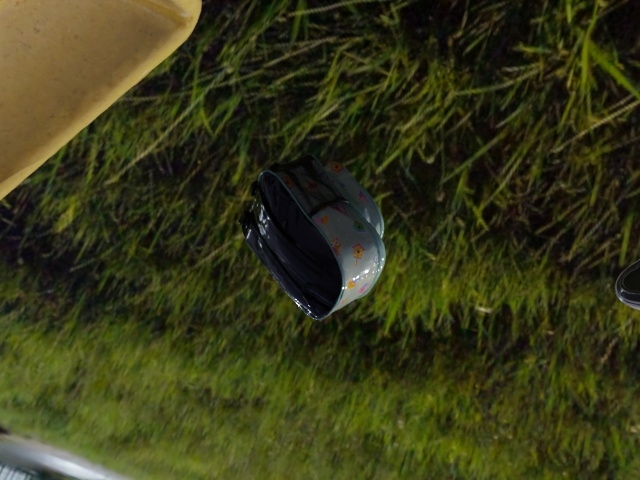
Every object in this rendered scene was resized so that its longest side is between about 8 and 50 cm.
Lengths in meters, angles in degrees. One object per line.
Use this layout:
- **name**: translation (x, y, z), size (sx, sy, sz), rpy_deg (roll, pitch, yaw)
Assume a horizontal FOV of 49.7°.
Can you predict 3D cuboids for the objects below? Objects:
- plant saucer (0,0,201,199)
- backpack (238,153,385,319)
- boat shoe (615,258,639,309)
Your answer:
- **plant saucer**: translation (-0.228, -0.044, 0.226), size (0.081, 0.333, 0.333), rpy_deg (52, -173, 4)
- **backpack**: translation (0.000, 0.000, 0.908), size (0.188, 0.144, 0.166), rpy_deg (57, 144, 23)
- **boat shoe**: translation (0.427, 0.025, 0.799), size (0.070, 0.077, 0.219), rpy_deg (20, 152, -25)
